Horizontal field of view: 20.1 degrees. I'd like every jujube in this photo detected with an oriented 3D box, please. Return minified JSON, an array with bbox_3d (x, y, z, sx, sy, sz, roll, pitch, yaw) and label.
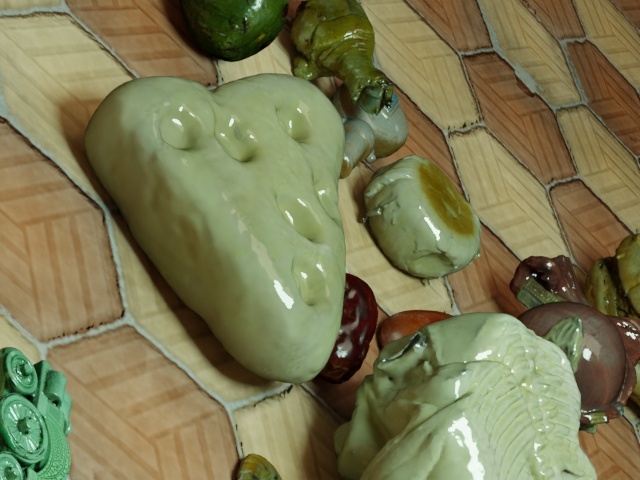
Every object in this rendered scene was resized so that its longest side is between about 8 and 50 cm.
[{"bbox_3d":[0.021,0.093,1.879,0.077,0.077,0.129,39,39,-25],"label":"jujube"}]

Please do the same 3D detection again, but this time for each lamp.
[{"bbox_3d":[0.281,0.132,2.147,0.215,0.151,0.223,44,22,11],"label":"lamp"}]

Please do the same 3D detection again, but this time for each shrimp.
[{"bbox_3d":[-0.050,0.247,1.663,0.083,0.023,0.114,49,25,-15],"label":"shrimp"}]

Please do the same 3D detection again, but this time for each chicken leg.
[{"bbox_3d":[0.022,-0.225,2.177,0.103,0.088,0.227,0,44,-20],"label":"chicken leg"}]

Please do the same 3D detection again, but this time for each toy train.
[{"bbox_3d":[-0.239,0.167,1.423,0.104,0.071,0.178,43,31,-34],"label":"toy train"}]

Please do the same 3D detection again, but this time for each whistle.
[{"bbox_3d":[0.051,-0.136,2.184,0.107,0.057,0.220,49,31,-8],"label":"whistle"}]

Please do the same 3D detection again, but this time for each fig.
[{"bbox_3d":[-0.110,-0.282,2.046,0.156,0.123,0.123,51,27,20],"label":"fig"}]

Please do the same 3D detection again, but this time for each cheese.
[{"bbox_3d":[-0.046,-0.013,1.834,0.351,0.129,0.328,-5,61,-55],"label":"cheese"}]

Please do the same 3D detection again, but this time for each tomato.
[{"bbox_3d":[0.140,0.135,2.012,0.155,0.069,0.155,36,35,-30],"label":"tomato"}]

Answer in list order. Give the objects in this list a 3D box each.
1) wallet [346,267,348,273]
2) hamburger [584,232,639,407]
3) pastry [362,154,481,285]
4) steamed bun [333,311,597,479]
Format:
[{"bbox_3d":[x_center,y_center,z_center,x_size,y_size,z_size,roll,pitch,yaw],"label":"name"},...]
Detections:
[{"bbox_3d":[0.000,0.000,1.997,0.061,0.025,0.122,22,41,-54],"label":"wallet"},{"bbox_3d":[0.470,0.135,2.425,0.283,0.144,0.259,35,30,-23],"label":"hamburger"},{"bbox_3d":[0.121,-0.027,2.140,0.166,0.088,0.166,39,33,-31],"label":"pastry"},{"bbox_3d":[0.127,0.220,1.770,0.320,0.206,0.275,-24,94,-61],"label":"steamed bun"}]
